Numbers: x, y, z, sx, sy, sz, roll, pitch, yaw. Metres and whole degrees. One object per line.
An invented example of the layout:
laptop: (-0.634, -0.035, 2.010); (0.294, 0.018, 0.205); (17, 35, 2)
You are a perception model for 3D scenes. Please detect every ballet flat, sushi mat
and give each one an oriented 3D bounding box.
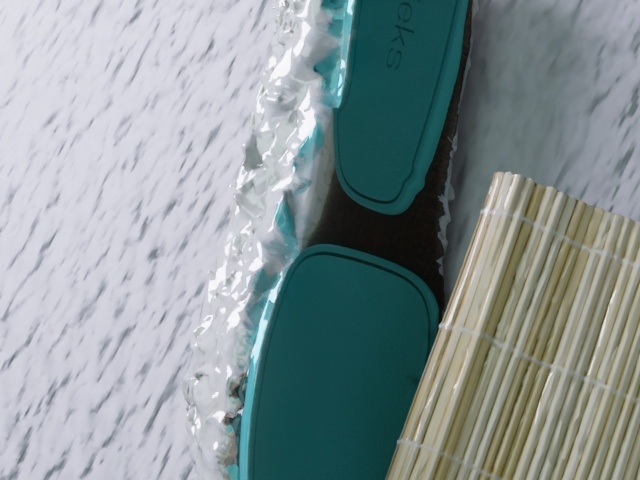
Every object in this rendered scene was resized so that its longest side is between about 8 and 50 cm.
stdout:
ballet flat: (0.000, 0.000, 1.067); (0.147, 0.147, 0.409); (5, 72, 28)
sushi mat: (0.110, 0.133, 0.978); (0.151, 0.019, 0.316); (20, 81, 3)
